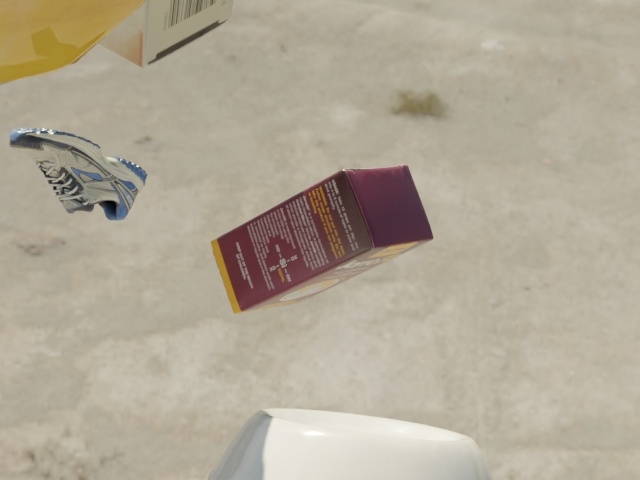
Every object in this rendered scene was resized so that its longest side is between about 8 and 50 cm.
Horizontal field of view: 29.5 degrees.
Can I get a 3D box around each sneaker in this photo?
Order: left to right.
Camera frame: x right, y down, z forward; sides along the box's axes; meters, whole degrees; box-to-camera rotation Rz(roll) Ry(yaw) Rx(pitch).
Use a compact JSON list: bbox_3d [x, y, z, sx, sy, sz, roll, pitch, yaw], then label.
[{"bbox_3d":[-0.202,-0.052,1.010,0.052,0.058,0.135,7,-14,44],"label":"sneaker"}]

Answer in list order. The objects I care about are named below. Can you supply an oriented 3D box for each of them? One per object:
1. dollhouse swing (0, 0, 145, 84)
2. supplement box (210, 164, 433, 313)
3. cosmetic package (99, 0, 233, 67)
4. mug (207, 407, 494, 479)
[{"bbox_3d":[-0.167,-0.185,0.195,0.315,0.347,0.305,36,36,3],"label":"dollhouse swing"},{"bbox_3d":[0.000,0.000,1.179,0.188,0.081,0.104,-27,-12,37],"label":"supplement box"},{"bbox_3d":[-0.242,-0.311,1.239,0.296,0.129,0.153,31,44,21],"label":"cosmetic package"},{"bbox_3d":[0.027,0.297,0.850,0.276,0.328,0.374,8,-4,-15],"label":"mug"}]
